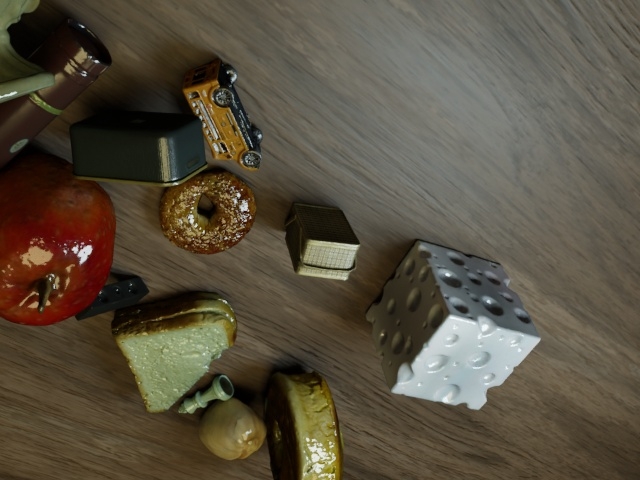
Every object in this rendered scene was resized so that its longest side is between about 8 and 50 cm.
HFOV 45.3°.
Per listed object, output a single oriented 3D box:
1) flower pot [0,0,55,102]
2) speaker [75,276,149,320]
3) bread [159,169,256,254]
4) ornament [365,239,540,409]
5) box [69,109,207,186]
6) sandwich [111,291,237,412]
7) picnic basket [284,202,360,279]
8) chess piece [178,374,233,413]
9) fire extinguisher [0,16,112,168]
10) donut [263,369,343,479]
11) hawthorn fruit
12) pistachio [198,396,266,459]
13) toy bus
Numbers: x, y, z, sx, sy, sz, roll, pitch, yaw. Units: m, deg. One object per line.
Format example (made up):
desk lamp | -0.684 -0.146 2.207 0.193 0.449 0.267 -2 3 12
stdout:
flower pot | -0.495 -0.288 1.014 0.307 0.307 0.244 -17 106 1
speaker | -0.407 0.111 1.486 0.046 0.191 0.040 -39 82 19
bread | -0.214 -0.050 1.463 0.193 0.064 0.193 -6 127 -7
ornament | 0.276 0.184 1.659 0.239 0.240 0.240 16 124 -24
box | -0.299 -0.156 1.260 0.201 0.144 0.090 7 114 17
sandwich | -0.296 0.247 1.667 0.254 0.100 0.288 -10 130 -4
picnic basket | 0.000 0.000 1.491 0.115 0.164 0.079 6 119 -18
chess piece | -0.279 0.372 1.811 0.149 0.059 0.059 -28 130 19
fire extinguisher | -0.479 -0.207 1.217 0.341 0.141 0.105 -37 95 15
donut | -0.037 0.467 1.781 0.159 0.330 0.330 -1 130 -21
hawthorn fruit | -0.473 0.020 1.280 0.287 0.330 0.287 -12 126 -17
pistachio | -0.208 0.443 1.824 0.117 0.145 0.200 5 172 -36
toy bus | -0.165 -0.207 1.328 0.088 0.083 0.194 -14 129 11
